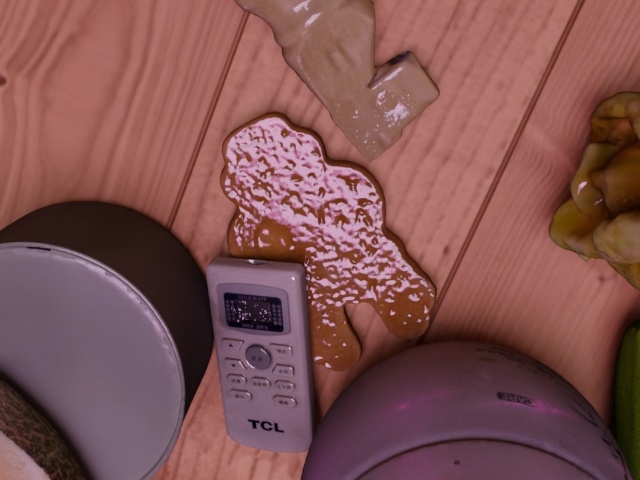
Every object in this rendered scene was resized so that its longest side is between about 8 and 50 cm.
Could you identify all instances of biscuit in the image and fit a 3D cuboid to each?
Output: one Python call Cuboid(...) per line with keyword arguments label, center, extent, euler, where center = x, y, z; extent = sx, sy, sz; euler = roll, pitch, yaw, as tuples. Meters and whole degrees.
Cuboid(label="biscuit", center=(-0.003, 0.001, 0.727), extent=(0.144, 0.040, 0.236), euler=(-29, 101, 6))

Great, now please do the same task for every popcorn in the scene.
Cuboid(label="popcorn", center=(0.312, -0.030, 0.616), extent=(0.259, 0.212, 0.259), euler=(-1, 102, -3))

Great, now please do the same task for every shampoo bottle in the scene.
Cuboid(label="shampoo bottle", center=(0.115, 0.230, 0.663), extent=(0.272, 0.266, 0.273), euler=(1, 106, 3))

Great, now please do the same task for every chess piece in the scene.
Cuboid(label="chess piece", center=(0.009, -0.161, 0.667), extent=(0.090, 0.090, 0.200), euler=(-36, 111, 12))

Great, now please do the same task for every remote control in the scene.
Cuboid(label="remote control", center=(-0.050, 0.105, 0.740), extent=(0.087, 0.029, 0.190), euler=(5, 116, 17))

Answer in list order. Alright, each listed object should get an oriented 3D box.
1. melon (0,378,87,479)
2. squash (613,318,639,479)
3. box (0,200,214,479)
Cuboid(label="melon", center=(-0.217, 0.188, 0.630), extent=(0.182, 0.054, 0.098), euler=(43, 109, -9))
Cuboid(label="squash", center=(0.299, 0.198, 0.737), extent=(0.082, 0.082, 0.293), euler=(-4, 104, 5))
Cuboid(label="box", center=(-0.209, 0.090, 0.704), extent=(0.226, 0.149, 0.226), euler=(1, 106, 3))
